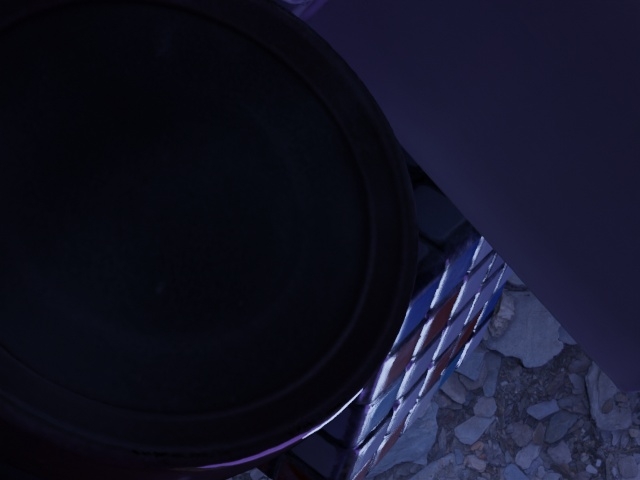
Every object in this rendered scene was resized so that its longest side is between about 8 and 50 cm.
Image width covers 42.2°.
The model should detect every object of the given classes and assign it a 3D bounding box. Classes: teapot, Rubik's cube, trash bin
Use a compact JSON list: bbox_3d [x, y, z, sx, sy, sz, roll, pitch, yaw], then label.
[{"bbox_3d":[-0.155,0.042,0.436,0.314,0.233,0.312,-11,161,-31],"label":"teapot"},{"bbox_3d":[0.000,0.000,0.727,0.293,0.287,0.292,-38,152,-41],"label":"Rubik's cube"},{"bbox_3d":[0.154,-0.107,0.481,0.256,0.368,0.296,-34,-177,40],"label":"trash bin"}]
